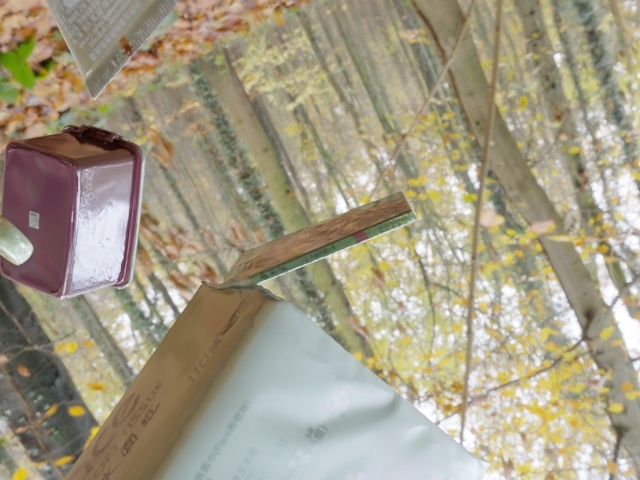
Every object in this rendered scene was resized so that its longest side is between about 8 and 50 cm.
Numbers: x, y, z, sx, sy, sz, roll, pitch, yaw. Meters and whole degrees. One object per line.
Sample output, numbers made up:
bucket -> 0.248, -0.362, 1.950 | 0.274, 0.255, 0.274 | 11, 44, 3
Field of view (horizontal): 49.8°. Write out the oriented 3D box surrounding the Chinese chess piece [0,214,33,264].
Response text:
Chinese chess piece -> -0.431, -0.003, 0.938 | 0.084, 0.084, 0.034 | -2, -135, 55

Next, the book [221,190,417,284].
book -> 0.000, 0.000, 1.018 | 0.289, 0.026, 0.201 | -22, -169, 7

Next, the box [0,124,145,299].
box -> -0.439, -0.047, 1.204 | 0.193, 0.294, 0.167 | 18, -162, 21

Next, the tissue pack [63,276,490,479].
tissue pack -> -0.079, 0.288, 0.629 | 0.405, 0.331, 0.205 | -56, -156, -16

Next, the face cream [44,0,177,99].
face cream -> -0.271, -0.321, 0.709 | 0.137, 0.341, 0.084 | -39, 166, 23
